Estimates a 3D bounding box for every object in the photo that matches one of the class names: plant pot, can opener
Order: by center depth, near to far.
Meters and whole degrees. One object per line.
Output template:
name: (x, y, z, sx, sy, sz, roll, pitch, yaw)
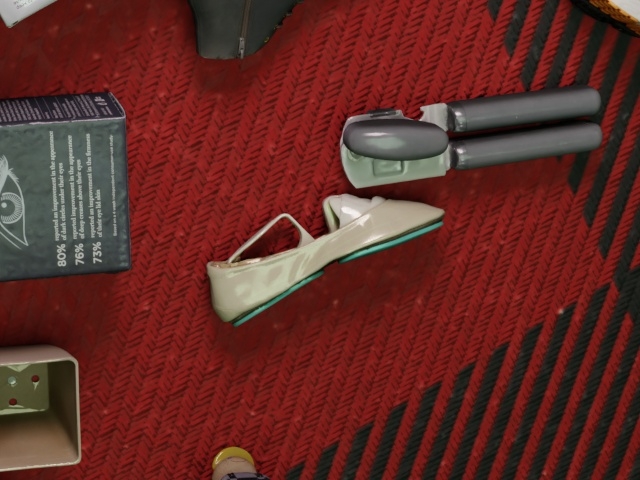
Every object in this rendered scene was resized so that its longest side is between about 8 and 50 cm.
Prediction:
plant pot: (-0.291, 0.151, 1.752, 0.109, 0.096, 0.109, -4, 108, -13)
can opener: (0.152, -0.100, 1.804, 0.280, 0.093, 0.074, -9, 108, -17)

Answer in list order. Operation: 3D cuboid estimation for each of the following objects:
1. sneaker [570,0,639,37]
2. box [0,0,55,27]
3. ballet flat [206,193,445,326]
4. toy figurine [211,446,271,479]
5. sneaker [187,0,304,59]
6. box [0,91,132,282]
sneaker: (0.353, -0.252, 1.813, 0.262, 0.099, 0.121, 22, 93, -28)
box: (-0.221, -0.353, 1.596, 0.262, 0.127, 0.231, -31, 113, -5)
ballet flat: (0.000, 0.000, 1.799, 0.248, 0.086, 0.086, -26, 112, -5)
toy figurine: (-0.085, 0.343, 1.851, 0.209, 0.148, 0.213, -46, 111, -4)
sneaker: (-0.028, -0.253, 1.719, 0.222, 0.083, 0.118, -18, 130, -17)
box: (-0.284, -0.048, 1.685, 0.207, 0.108, 0.153, -4, 108, -14)
